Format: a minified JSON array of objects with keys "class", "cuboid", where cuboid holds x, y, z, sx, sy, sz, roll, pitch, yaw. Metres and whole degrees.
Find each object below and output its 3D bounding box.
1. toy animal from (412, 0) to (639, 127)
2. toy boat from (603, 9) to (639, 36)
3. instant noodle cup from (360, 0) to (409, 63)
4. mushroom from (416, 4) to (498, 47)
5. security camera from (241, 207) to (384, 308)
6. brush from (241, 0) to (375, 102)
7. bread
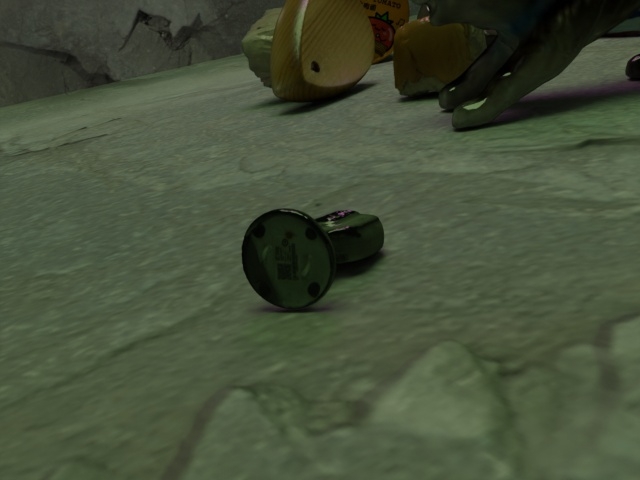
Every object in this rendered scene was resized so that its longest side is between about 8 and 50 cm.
[{"class":"toy animal","cuboid":[0.259,-0.296,0.708,0.344,0.302,0.194,-9,16,3]},{"class":"toy boat","cuboid":[0.501,-0.382,1.200,0.080,0.046,0.229,-13,20,-8]},{"class":"instant noodle cup","cuboid":[0.076,-0.484,1.507,0.216,0.215,0.172,-11,10,0]},{"class":"mushroom","cuboid":[0.258,-0.406,1.305,0.188,0.141,0.117,-19,-13,-28]},{"class":"security camera","cuboid":[0.000,0.000,0.400,0.058,0.058,0.092,-2,13,23]},{"class":"brush","cuboid":[-0.036,-0.297,1.110,0.166,0.174,0.266,-14,32,37]},{"class":"bread","cuboid":[0.155,-0.248,0.923,0.125,0.106,0.082,0,21,34]}]
